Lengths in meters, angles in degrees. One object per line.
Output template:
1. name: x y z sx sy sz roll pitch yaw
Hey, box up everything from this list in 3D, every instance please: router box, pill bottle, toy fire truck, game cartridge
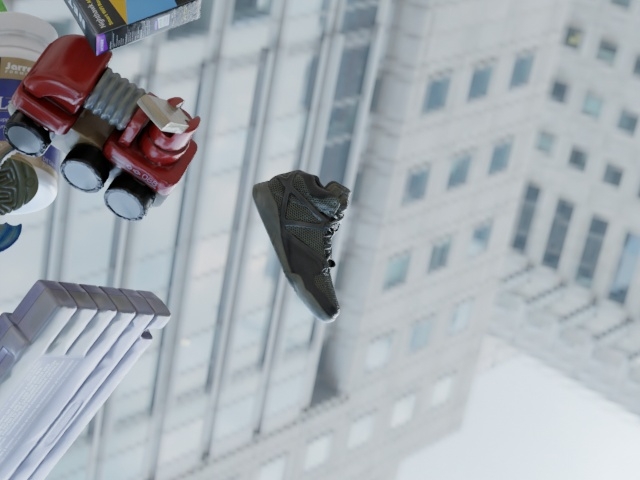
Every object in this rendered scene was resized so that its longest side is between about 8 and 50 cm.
1. router box: -0.234 -0.308 1.866 0.133 0.046 0.179 -24 -115 -20
2. pill bottle: -0.446 -0.184 2.341 0.153 0.153 0.265 5 -114 -12
3. toy fire truck: -0.235 -0.149 1.874 0.217 0.246 0.158 34 -129 -8
4. game cartridge: -0.350 0.193 1.890 0.068 0.355 0.230 47 -163 29

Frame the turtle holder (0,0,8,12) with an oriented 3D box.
1. turtle holder: -0.597 -0.438 2.536 0.227 0.320 0.243 55 -168 11

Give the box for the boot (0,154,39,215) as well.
1. boot: -0.530 -0.123 2.266 0.236 0.089 0.269 -6 -152 -17

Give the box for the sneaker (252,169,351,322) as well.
1. sneaker: 0.000 0.000 2.357 0.130 0.228 0.087 -24 170 12

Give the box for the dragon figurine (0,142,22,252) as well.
1. dragon figurine: -0.406 -0.028 1.904 0.085 0.144 0.289 -7 -166 23
